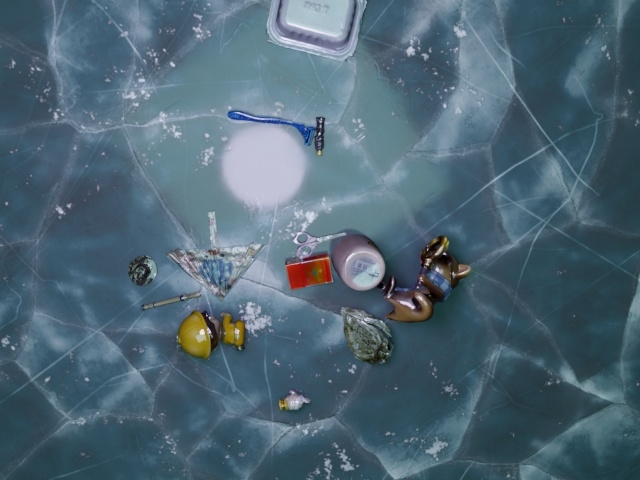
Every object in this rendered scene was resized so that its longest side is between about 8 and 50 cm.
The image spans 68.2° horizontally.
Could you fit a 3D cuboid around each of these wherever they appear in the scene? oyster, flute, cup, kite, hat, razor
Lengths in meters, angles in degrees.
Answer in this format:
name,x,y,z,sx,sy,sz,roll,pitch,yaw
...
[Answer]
name,x,y,z,sx,sy,sz,roll,pitch,yaw
oyster,0.194,0.382,1.925,0.199,0.112,0.267,-10,111,18
flute,-0.584,0.237,1.861,0.233,0.027,0.027,-13,102,-2
cup,0.169,0.110,1.811,0.191,0.200,0.253,-43,102,4
kite,-0.410,0.066,1.848,0.406,0.014,0.368,-5,102,-4
hat,-0.688,0.118,1.816,0.121,0.050,0.121,-1,98,-5
razor,-0.180,-0.437,1.752,0.324,0.093,0.056,14,60,-4

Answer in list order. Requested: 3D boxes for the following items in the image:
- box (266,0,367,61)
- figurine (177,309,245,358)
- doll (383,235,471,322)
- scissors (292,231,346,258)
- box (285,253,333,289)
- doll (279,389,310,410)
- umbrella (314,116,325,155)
name,x,y,z,sx,sy,sz,roll,pitch,yaw
box,-0.010,-0.802,1.662,0.337,0.106,0.264,11,100,-8
figurine,-0.419,0.360,1.831,0.257,0.167,0.192,-4,88,-6
doll,0.395,0.165,1.815,0.340,0.318,0.209,-40,77,-23
scissors,0.000,0.000,1.866,0.212,0.021,0.110,-14,105,-1
box,-0.044,0.122,1.866,0.175,0.048,0.112,-9,109,-2
doll,-0.108,0.662,1.968,0.127,0.073,0.084,-11,70,-1
umbrella,-0.003,-0.392,1.778,0.040,0.037,0.143,-1,99,-18
